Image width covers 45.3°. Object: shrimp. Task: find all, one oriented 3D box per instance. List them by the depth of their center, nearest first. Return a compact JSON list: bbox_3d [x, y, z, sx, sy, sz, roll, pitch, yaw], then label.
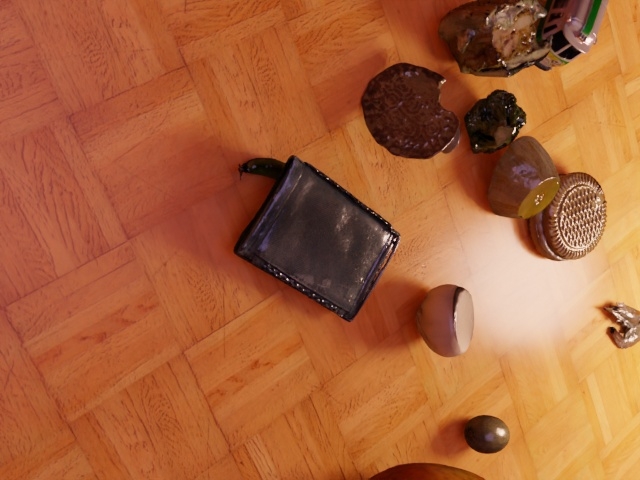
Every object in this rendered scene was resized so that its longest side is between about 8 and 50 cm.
[{"bbox_3d":[0.897,0.253,2.273,0.223,0.047,0.126,25,91,-34],"label":"shrimp"}]

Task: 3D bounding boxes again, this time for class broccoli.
[{"bbox_3d":[0.420,-0.279,1.854,0.162,0.138,0.146,-39,115,18],"label":"broccoli"}]

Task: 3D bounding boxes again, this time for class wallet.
[{"bbox_3d":[0.000,0.000,1.620,0.342,0.075,0.237,33,87,-34],"label":"wallet"}]

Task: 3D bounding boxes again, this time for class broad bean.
[{"bbox_3d":[-0.074,-0.125,1.591,0.226,0.039,0.069,18,79,-33],"label":"broad bean"}]

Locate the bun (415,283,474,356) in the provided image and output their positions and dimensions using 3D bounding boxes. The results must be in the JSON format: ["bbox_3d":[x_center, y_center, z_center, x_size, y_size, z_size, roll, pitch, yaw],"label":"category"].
[{"bbox_3d":[0.287,0.188,1.812,0.173,0.120,0.173,-2,90,-64],"label":"bun"}]

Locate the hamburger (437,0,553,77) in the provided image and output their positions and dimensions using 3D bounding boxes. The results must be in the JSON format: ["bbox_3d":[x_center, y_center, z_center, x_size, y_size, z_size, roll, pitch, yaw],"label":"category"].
[{"bbox_3d":[0.397,-0.478,1.788,0.288,0.192,0.168,-30,120,-40],"label":"hamburger"}]

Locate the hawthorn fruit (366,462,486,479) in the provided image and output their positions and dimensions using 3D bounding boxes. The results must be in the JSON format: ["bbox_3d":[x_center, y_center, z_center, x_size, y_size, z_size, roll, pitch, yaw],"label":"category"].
[{"bbox_3d":[0.249,0.709,1.666,0.471,0.472,0.472,-4,97,-33],"label":"hawthorn fruit"}]

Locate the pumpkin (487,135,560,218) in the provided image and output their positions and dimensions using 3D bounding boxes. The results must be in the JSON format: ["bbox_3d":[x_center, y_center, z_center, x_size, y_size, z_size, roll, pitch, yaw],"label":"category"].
[{"bbox_3d":[0.523,-0.142,1.916,0.217,0.110,0.217,-32,139,-33],"label":"pumpkin"}]

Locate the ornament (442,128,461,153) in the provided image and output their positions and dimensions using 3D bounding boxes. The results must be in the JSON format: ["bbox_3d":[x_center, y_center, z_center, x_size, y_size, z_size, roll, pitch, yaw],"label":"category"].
[{"bbox_3d":[0.250,-0.253,1.769,0.156,0.081,0.075,15,107,-38],"label":"ornament"}]

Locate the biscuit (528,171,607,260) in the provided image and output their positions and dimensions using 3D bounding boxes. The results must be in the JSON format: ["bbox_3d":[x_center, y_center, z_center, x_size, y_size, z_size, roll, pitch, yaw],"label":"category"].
[{"bbox_3d":[0.669,-0.065,2.063,0.259,0.079,0.259,-4,96,-33],"label":"biscuit"}]

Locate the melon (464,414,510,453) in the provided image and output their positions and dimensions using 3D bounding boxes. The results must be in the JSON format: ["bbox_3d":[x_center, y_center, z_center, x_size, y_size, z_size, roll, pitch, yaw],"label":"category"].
[{"bbox_3d":[0.425,0.493,1.951,0.130,0.098,0.098,12,88,-37],"label":"melon"}]

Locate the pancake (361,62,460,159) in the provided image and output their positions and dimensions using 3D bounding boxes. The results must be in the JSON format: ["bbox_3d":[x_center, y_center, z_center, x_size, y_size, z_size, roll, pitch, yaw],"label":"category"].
[{"bbox_3d":[0.199,-0.288,1.698,0.212,0.029,0.235,-7,76,-5],"label":"pancake"}]

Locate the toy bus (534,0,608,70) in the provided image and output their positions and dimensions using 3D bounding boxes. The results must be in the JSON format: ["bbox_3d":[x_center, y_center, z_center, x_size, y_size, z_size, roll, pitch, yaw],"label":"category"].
[{"bbox_3d":[0.624,-0.593,1.919,0.143,0.179,0.305,27,80,-33],"label":"toy bus"}]
